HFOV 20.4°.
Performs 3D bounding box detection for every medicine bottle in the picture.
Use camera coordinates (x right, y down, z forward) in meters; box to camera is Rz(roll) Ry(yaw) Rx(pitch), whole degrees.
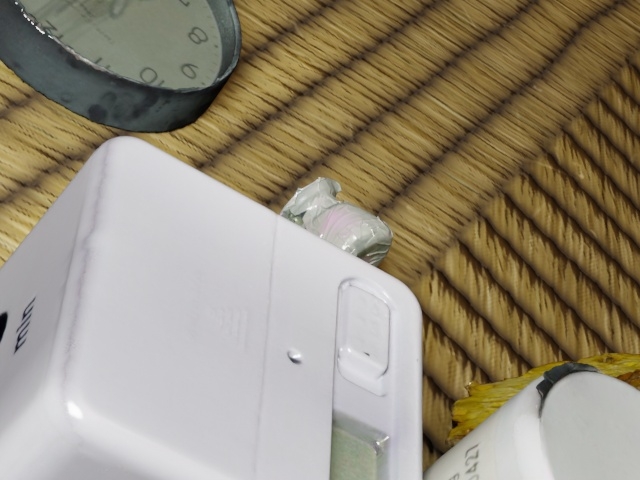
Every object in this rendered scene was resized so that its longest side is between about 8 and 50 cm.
[{"bbox_3d":[0.075,0.186,0.880,0.143,0.258,0.143,27,40,-25],"label":"medicine bottle"}]

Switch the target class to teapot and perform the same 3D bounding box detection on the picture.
[{"bbox_3d":[0.000,0.000,1.179,0.083,0.064,0.064,-32,68,-23],"label":"teapot"}]

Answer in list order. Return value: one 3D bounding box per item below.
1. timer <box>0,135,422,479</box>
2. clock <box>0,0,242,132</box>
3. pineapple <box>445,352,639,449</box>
[{"bbox_3d":[-0.080,0.102,0.866,0.194,0.195,0.192,29,37,-22],"label":"timer"},{"bbox_3d":[-0.150,-0.169,1.210,0.215,0.042,0.215,27,39,-24],"label":"clock"},{"bbox_3d":[0.164,0.160,1.158,0.250,0.140,0.164,-26,115,-38],"label":"pineapple"}]
